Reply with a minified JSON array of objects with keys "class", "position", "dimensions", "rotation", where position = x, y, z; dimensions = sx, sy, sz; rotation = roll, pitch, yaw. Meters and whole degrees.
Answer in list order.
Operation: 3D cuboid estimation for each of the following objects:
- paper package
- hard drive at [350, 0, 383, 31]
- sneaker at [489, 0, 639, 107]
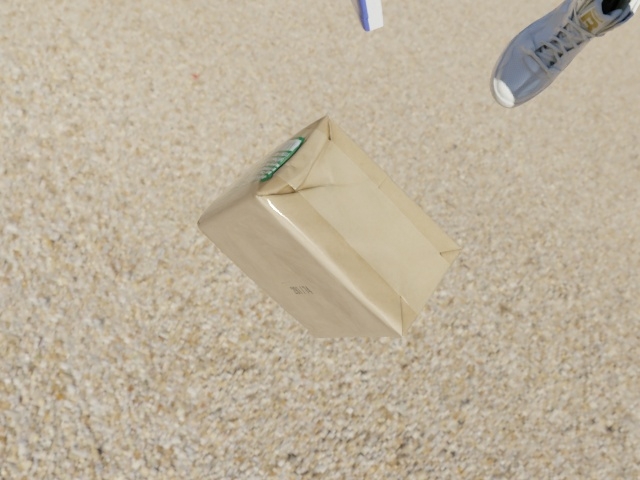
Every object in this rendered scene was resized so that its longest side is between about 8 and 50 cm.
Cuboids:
[{"class":"paper package","position":[0.000,0.000,1.214],"dimensions":[0.309,0.325,0.168],"rotation":[43,70,-13]},{"class":"hard drive","position":[0.032,-0.497,1.169],"dimensions":[0.040,0.319,0.210],"rotation":[-18,62,1]},{"class":"sneaker","position":[0.413,-0.350,1.318],"dimensions":[0.108,0.292,0.169],"rotation":[44,-1,-3]}]
